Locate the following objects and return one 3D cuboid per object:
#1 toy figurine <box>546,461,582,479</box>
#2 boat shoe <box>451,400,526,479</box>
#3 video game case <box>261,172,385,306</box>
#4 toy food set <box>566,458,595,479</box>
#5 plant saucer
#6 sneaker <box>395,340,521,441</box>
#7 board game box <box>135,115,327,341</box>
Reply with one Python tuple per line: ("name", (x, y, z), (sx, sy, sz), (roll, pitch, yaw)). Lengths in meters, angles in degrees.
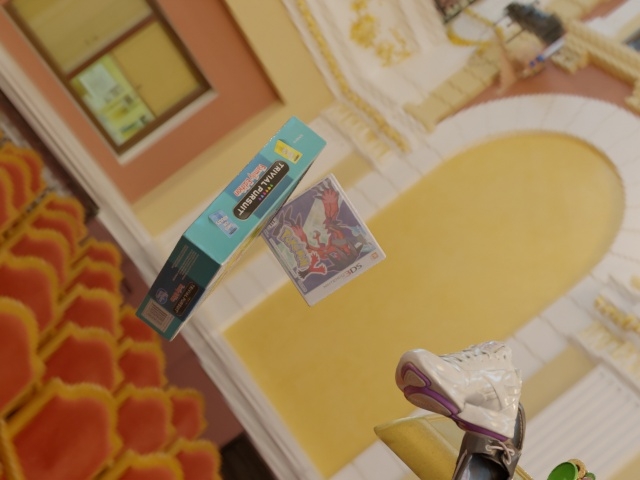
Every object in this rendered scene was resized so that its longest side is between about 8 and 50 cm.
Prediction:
("toy figurine", (0.469, 0.503, 1.830), (0.159, 0.173, 0.130), (38, -45, -18))
("boat shoe", (0.276, 0.424, 1.796), (0.112, 0.335, 0.095), (31, -9, -10))
("video game case", (0.000, 0.000, 2.039), (0.201, 0.183, 0.023), (56, 2, -10))
("toy food set", (0.487, 0.463, 1.987), (0.082, 0.083, 0.020), (48, -26, 29))
("plant saucer", (0.300, 0.448, 2.051), (0.332, 0.081, 0.333), (42, 13, 24))
("sneaker", (0.220, 0.208, 1.626), (0.114, 0.152, 0.305), (10, -17, 41))
("board game box", (-0.144, -0.021, 1.698), (0.079, 0.336, 0.254), (39, -41, 0))
